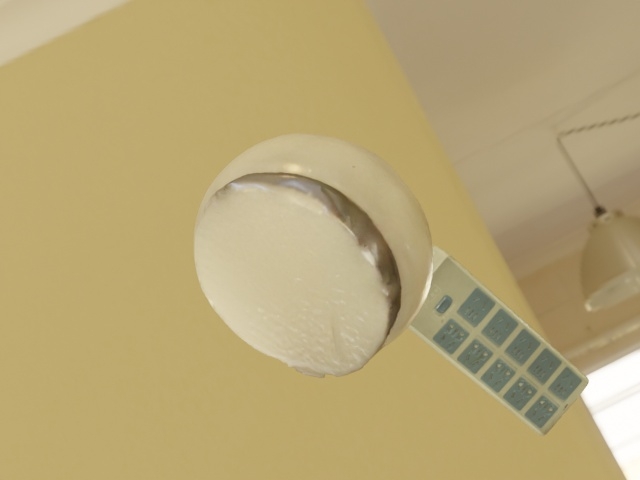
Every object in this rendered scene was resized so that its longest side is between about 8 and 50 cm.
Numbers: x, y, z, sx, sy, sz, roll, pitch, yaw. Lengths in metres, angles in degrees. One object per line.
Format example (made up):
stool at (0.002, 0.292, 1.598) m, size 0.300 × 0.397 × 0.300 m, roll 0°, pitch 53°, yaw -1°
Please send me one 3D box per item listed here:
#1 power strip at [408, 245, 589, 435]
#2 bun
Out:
power strip at (0.220, 0.134, 1.374) m, size 0.367 × 0.043 × 0.106 m, roll 39°, pitch -89°, yaw -31°
bun at (0.000, 0.000, 0.745) m, size 0.173 × 0.173 × 0.120 m, roll -45°, pitch 4°, yaw 40°
